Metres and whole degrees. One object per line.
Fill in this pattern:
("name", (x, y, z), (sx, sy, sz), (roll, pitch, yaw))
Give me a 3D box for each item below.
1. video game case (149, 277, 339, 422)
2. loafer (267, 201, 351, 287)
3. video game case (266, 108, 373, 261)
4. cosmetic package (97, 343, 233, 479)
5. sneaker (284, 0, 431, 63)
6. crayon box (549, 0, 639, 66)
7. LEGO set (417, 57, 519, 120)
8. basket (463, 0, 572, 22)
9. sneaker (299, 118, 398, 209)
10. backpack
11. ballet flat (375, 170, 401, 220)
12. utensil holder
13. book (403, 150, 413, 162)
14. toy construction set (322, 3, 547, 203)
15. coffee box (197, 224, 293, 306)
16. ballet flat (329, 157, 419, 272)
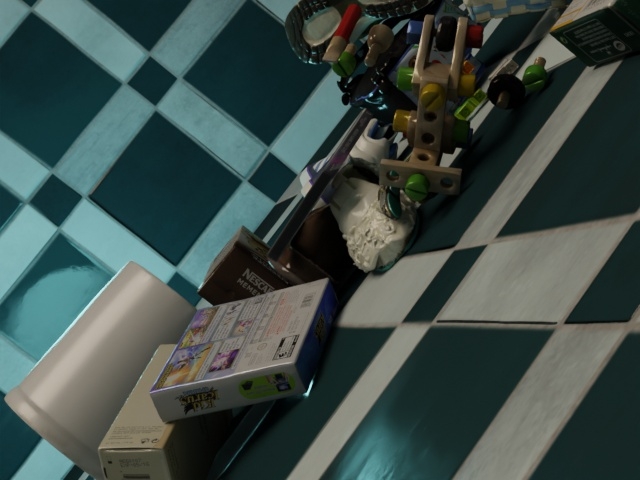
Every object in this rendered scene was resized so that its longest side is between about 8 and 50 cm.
("video game case", (-0.113, 0.170, 1.902), (0.244, 0.061, 0.269), (-13, 22, 18))
("loafer", (0.000, 0.000, 2.158), (0.130, 0.134, 0.366), (-49, 8, 16))
("video game case", (0.002, -0.099, 2.051), (0.196, 0.026, 0.274), (-55, 1, 32))
("cosmetic package", (-0.243, 0.311, 1.954), (0.113, 0.160, 0.309), (-3, 26, 14))
("sneaker", (0.118, -0.491, 2.324), (0.410, 0.158, 0.182), (-23, 9, 37))
("crayon box", (0.451, -0.380, 1.543), (0.323, 0.083, 0.203), (-53, 8, -5))
("LEGO set", (0.243, -0.261, 2.146), (0.227, 0.087, 0.093), (-47, 9, 18))
("basket", (0.320, -0.535, 2.069), (0.255, 0.289, 0.201), (-6, 27, 9))
("sneaker", (0.079, -0.158, 2.534), (0.236, 0.130, 0.323), (-40, 5, 8))
("backpack", (0.197, -0.338, 2.318), (0.263, 0.213, 0.276), (-59, 16, -5))
("ballet flat", (0.104, -0.062, 1.853), (0.041, 0.041, 0.114), (-46, 23, 32))
("utensil holder", (-0.405, 0.284, 2.515), (0.385, 0.327, 0.327), (-50, 8, -11))
("book", (0.149, -0.120, 2.255), (0.144, 0.035, 0.096), (-48, 5, 33))
("toy construction set", (0.135, -0.201, 1.818), (0.257, 0.309, 0.237), (-54, 8, 47))
("coffee box", (-0.131, 0.082, 2.369), (0.119, 0.168, 0.297), (-51, 6, 6))
("ballet flat", (0.073, -0.055, 2.022), (0.147, 0.147, 0.409), (-50, 9, 11))
